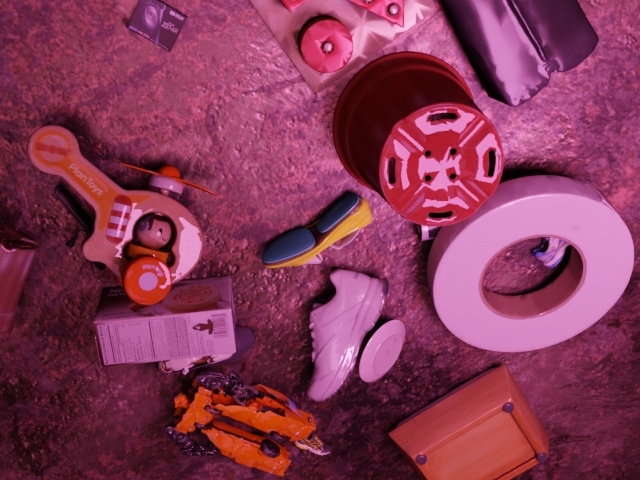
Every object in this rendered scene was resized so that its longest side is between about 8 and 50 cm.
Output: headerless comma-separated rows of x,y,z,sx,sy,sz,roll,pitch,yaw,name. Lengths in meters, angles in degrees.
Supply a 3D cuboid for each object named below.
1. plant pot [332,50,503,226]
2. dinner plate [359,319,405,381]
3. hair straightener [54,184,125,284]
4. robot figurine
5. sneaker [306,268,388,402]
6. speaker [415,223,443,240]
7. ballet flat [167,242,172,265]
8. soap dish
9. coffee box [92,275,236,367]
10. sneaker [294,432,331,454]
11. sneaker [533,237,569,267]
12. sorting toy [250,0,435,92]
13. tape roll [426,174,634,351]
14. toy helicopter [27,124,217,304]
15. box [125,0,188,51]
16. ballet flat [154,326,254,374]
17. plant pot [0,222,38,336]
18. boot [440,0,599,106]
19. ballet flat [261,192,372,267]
0.173,-0.163,1.304,0.272,0.265,0.273,-3,112,-7,plant pot
0.129,0.225,1.545,0.141,0.017,0.141,-31,134,-38,dinner plate
-0.422,-0.006,1.417,0.089,0.047,0.230,-26,117,4,hair straightener
-0.170,0.370,1.575,0.291,0.085,0.211,28,106,-18,robot figurine
0.030,0.185,1.530,0.129,0.111,0.297,23,105,2,sneaker
0.254,-0.036,1.480,0.136,0.055,0.055,-9,113,-4,speaker
-0.272,0.027,1.445,0.041,0.041,0.114,19,109,-14,ballet flat
0.327,0.432,1.646,0.290,0.118,0.229,-32,112,5,soap dish
-0.285,0.148,1.440,0.246,0.141,0.098,-5,113,-4,coffee box
-0.013,0.434,1.649,0.083,0.031,0.035,18,108,-14,sneaker
0.471,-0.011,1.521,0.058,0.052,0.135,26,106,-12,sneaker
0.029,-0.414,1.278,0.257,0.089,0.255,-34,112,7,sorting toy
0.400,0.053,1.479,0.391,0.072,0.392,-3,125,-4,tape roll
-0.345,-0.074,1.334,0.355,0.140,0.235,45,80,-20,toy helicopter
-0.275,-0.368,1.296,0.083,0.018,0.067,28,106,-17,box
-0.229,0.222,1.511,0.203,0.074,0.074,-14,113,-1,ballet flat
-0.591,0.058,1.361,0.166,0.167,0.165,27,98,-17,plant pot
0.350,-0.493,1.254,0.367,0.146,0.445,-30,110,14,boot
0.000,0.000,1.456,0.231,0.077,0.077,-34,129,5,ballet flat
